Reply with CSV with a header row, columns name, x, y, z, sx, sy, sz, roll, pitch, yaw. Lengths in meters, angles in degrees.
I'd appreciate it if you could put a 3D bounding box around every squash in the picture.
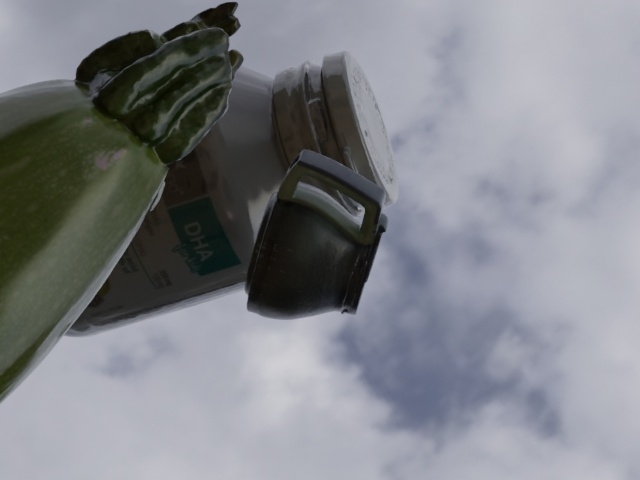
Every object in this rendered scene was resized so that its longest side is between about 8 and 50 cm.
name,x,y,z,sx,sy,sz,roll,pitch,yaw
squash,-0.148,0.039,0.522,0.094,0.341,0.094,39,-19,16

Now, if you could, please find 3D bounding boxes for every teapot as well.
name,x,y,z,sx,sy,sz,roll,pitch,yaw
teapot,0.000,0.000,0.817,0.057,0.066,0.088,16,-54,1

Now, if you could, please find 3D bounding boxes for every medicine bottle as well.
name,x,y,z,sx,sy,sz,roll,pitch,yaw
medicine bottle,-0.070,-0.033,1.002,0.215,0.135,0.135,-17,-86,12
